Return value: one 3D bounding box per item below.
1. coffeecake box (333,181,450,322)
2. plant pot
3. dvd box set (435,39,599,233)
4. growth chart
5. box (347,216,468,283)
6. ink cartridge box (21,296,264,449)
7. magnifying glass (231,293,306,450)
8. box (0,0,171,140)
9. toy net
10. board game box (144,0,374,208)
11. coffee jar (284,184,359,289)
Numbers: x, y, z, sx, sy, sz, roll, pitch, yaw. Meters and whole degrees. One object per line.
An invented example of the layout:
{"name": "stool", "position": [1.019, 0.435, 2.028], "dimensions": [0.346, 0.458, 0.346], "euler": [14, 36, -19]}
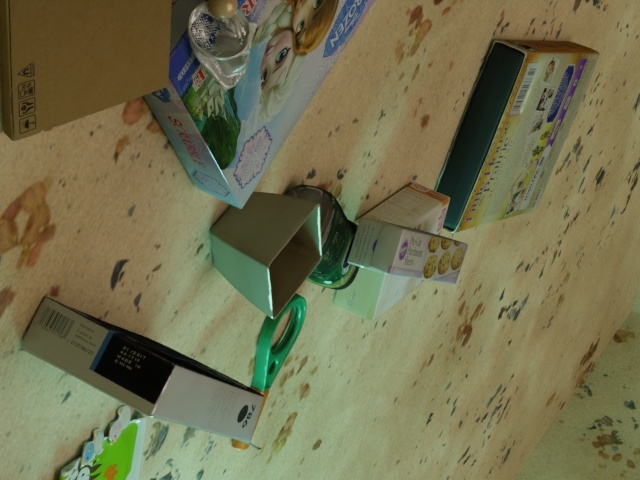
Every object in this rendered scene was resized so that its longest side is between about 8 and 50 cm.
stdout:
{"name": "coffeecake box", "position": [0.105, 0.014, 2.393], "dimensions": [0.185, 0.068, 0.142], "euler": [-34, 143, -54]}
{"name": "plant pot", "position": [-0.068, 0.005, 1.927], "dimensions": [0.109, 0.096, 0.109], "euler": [-52, 157, -31]}
{"name": "dvd box set", "position": [0.321, -0.177, 2.701], "dimensions": [0.420, 0.062, 0.307], "euler": [-15, 128, -64]}
{"name": "growth chart", "position": [-0.269, 0.293, 1.887], "dimensions": [0.237, 0.021, 0.172], "euler": [-44, 150, -44]}
{"name": "box", "position": [0.123, 0.017, 2.235], "dimensions": [0.324, 0.063, 0.067], "euler": [13, 93, -70]}
{"name": "ink cartridge box", "position": [-0.169, 0.146, 1.751], "dimensions": [0.065, 0.165, 0.333], "euler": [-64, 160, -5]}
{"name": "magnifying glass", "position": [-0.073, 0.176, 2.222], "dimensions": [0.092, 0.026, 0.231], "euler": [-13, 124, -65]}
{"name": "box", "position": [-0.199, -0.192, 1.415], "dimensions": [0.164, 0.021, 0.201], "euler": [-24, 139, -30]}
{"name": "toy net", "position": [-0.102, -0.242, 1.499], "dimensions": [0.122, 0.045, 0.232], "euler": [-27, 118, -36]}
{"name": "board game box", "position": [-0.060, -0.236, 1.706], "dimensions": [0.318, 0.066, 0.318], "euler": [-58, 158, -14]}
{"name": "coffee jar", "position": [0.000, 0.000, 2.108], "dimensions": [0.096, 0.079, 0.184], "euler": [-68, 160, -11]}
